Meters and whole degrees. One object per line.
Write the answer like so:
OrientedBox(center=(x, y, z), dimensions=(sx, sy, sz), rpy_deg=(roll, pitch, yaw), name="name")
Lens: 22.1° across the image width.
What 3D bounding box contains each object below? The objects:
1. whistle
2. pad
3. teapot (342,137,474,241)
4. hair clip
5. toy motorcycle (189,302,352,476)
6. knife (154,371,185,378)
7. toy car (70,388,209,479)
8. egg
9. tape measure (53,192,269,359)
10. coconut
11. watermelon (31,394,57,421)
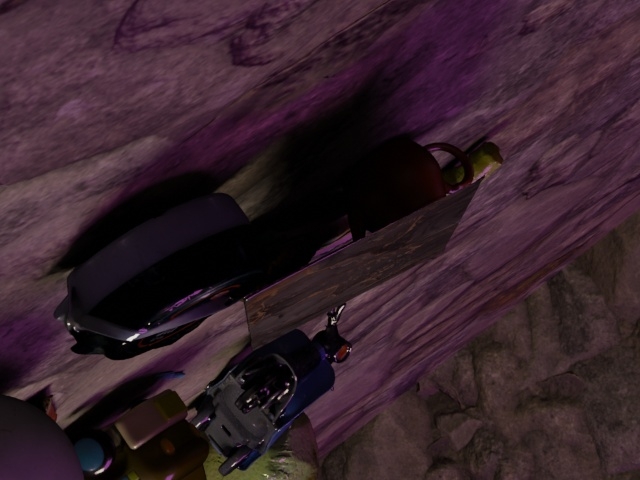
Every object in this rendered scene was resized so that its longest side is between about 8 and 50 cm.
OrientedBox(center=(0.148, -0.045, 2.019), dimensions=(0.198, 0.057, 0.104), rpy_deg=(-39, 168, 24), name="whistle")
OrientedBox(center=(0.036, 0.031, 1.630), dimensions=(0.248, 0.007, 0.367), rpy_deg=(-28, 171, -7), name="pad")
OrientedBox(center=(0.093, -0.045, 1.754), dimensions=(0.173, 0.116, 0.116), rpy_deg=(-31, 167, -19), name="teapot")
OrientedBox(center=(-0.001, 0.001, 1.818), dimensions=(0.359, 0.096, 0.110), rpy_deg=(-32, 136, -53), name="hair clip")
OrientedBox(center=(-0.069, 0.210, 2.309), dimensions=(0.213, 0.125, 0.358), rpy_deg=(-37, 173, -28), name="toy motorcycle")
OrientedBox(center=(-0.191, 0.172, 2.082), dimensions=(0.014, 0.005, 0.091), rpy_deg=(-36, 167, 13), name="knife")
OrientedBox(center=(-0.240, 0.323, 2.036), dimensions=(0.248, 0.198, 0.204), rpy_deg=(-36, 175, 17), name="toy car")
OrientedBox(center=(-0.321, 0.240, 1.584), dimensions=(0.183, 0.183, 0.264), rpy_deg=(-31, 161, -16), name="egg")
OrientedBox(center=(-0.136, 0.031, 1.450), dimensions=(0.181, 0.107, 0.182), rpy_deg=(-35, 170, 20), name="tape measure")
OrientedBox(center=(-0.104, 0.360, 2.585), dimensions=(0.205, 0.235, 0.236), rpy_deg=(-2, 177, 18), name="coconut")
OrientedBox(center=(-0.339, 0.241, 1.860), dimensions=(0.119, 0.063, 0.245), rpy_deg=(-44, 172, -24), name="watermelon")
